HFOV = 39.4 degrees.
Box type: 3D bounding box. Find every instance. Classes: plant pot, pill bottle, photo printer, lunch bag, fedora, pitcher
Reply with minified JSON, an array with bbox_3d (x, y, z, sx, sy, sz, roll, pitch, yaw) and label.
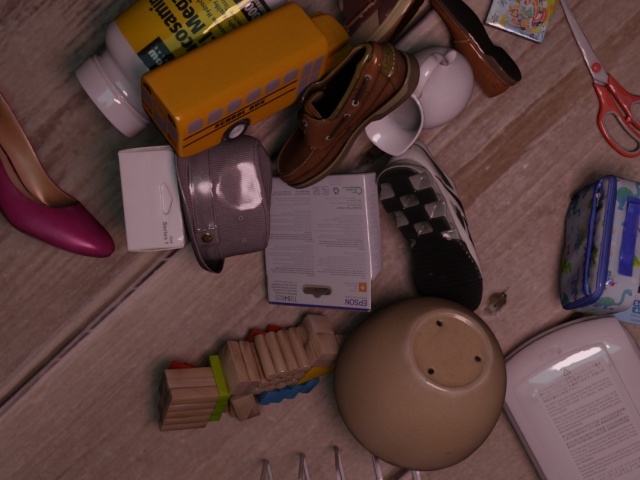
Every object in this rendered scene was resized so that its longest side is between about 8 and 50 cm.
[{"bbox_3d":[0.176,0.203,1.414,0.284,0.191,0.284,4,64,-8],"label":"plant pot"},{"bbox_3d":[-0.219,-0.321,1.436,0.334,0.188,0.188,-38,95,4],"label":"pill bottle"},{"bbox_3d":[0.459,0.292,1.547,0.256,0.107,0.308,-28,96,10],"label":"photo printer"},{"bbox_3d":[0.465,0.009,1.470,0.090,0.176,0.219,12,79,-5],"label":"lunch bag"},{"bbox_3d":[-0.140,-0.079,1.430,0.124,0.244,0.276,-4,123,4],"label":"fedora"},{"bbox_3d":[0.175,-0.248,1.422,0.125,0.207,0.178,40,136,7],"label":"pitcher"}]

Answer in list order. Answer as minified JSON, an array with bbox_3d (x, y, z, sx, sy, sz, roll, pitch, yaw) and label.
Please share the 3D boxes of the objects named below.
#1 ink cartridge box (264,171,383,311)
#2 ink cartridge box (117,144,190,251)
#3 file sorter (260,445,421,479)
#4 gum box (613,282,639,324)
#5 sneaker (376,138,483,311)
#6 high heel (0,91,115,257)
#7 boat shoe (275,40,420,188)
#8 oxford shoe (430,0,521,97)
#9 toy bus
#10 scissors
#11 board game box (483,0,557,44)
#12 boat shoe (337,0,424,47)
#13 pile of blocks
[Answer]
[{"bbox_3d":[0.000,0.000,1.490,0.223,0.045,0.224,2,98,36],"label":"ink cartridge box"},{"bbox_3d":[-0.254,-0.075,1.448,0.092,0.219,0.160,-5,96,1],"label":"ink cartridge box"},{"bbox_3d":[0.047,0.452,1.529,0.277,0.193,0.173,-11,93,1],"label":"file sorter"},{"bbox_3d":[0.593,0.060,1.531,0.156,0.041,0.185,11,96,25],"label":"gum box"},{"bbox_3d":[0.204,-0.025,1.513,0.122,0.146,0.331,-8,122,25],"label":"sneaker"},{"bbox_3d":[-0.479,-0.126,1.482,0.377,0.127,0.181,31,106,-1],"label":"high heel"},{"bbox_3d":[0.011,-0.197,1.370,0.104,0.111,0.307,15,135,-38],"label":"boat shoe"},{"bbox_3d":[0.242,-0.331,1.503,0.076,0.076,0.212,-38,85,42],"label":"oxford shoe"},{"bbox_3d":[-0.100,-0.251,1.335,0.332,0.130,0.108,-32,73,-21],"label":"toy bus"},{"bbox_3d":[0.472,-0.274,1.532,0.109,0.021,0.297,-43,97,6],"label":"scissors"},{"bbox_3d":[0.350,-0.423,1.511,0.103,0.026,0.154,18,96,-2],"label":"board game box"},{"bbox_3d":[0.076,-0.376,1.468,0.123,0.123,0.342,38,106,2],"label":"boat shoe"},{"bbox_3d":[-0.117,0.221,1.556,0.362,0.149,0.113,-16,53,-8],"label":"pile of blocks"}]
